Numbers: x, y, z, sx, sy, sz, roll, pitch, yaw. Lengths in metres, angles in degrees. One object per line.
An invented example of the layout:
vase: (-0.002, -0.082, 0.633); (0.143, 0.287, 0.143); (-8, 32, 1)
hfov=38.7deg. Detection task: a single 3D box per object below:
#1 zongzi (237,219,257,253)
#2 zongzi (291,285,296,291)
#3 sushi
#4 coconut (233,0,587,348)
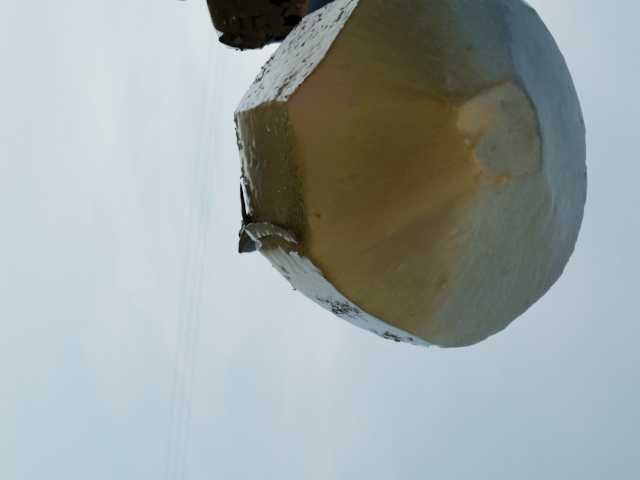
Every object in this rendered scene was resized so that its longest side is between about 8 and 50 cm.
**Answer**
zongzi: (-0.054, -0.022, 1.439); (0.130, 0.154, 0.062); (-83, 156, -72)
zongzi: (0.000, 0.000, 1.276); (0.176, 0.079, 0.160); (54, 47, -82)
sushi: (-0.068, -0.391, 1.301); (0.225, 0.239, 0.218); (-62, 146, -69)
coconut: (0.090, -0.074, 0.838); (0.353, 0.353, 0.352); (0, -89, 59)
